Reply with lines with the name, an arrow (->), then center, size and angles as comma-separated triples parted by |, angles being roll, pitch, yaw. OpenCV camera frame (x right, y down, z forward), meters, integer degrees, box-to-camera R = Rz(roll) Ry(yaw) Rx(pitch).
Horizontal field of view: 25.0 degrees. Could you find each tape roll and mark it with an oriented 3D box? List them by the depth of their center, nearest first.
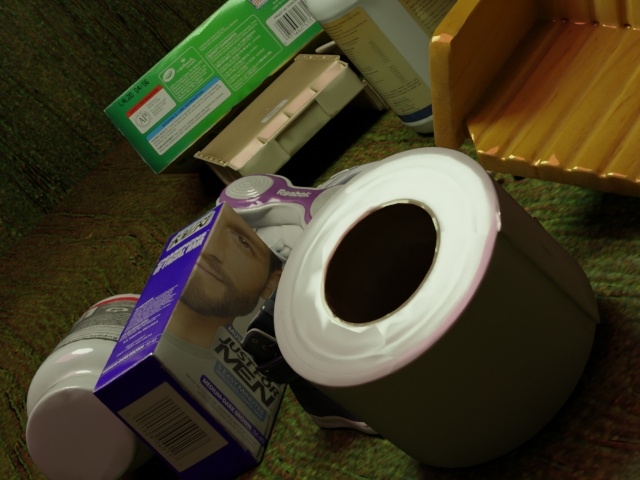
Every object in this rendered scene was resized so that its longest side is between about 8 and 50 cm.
tape roll -> 0.102, 0.061, 1.303 | 0.246, 0.169, 0.246 | -27, 42, 28

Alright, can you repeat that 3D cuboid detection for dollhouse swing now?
dollhouse swing -> 0.281, -0.266, 1.389 | 0.347, 0.305, 0.315 | 14, 53, 36

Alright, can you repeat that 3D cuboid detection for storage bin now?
storage bin -> -0.051, -0.175, 2.372 | 0.262, 0.123, 0.260 | -44, 18, -8

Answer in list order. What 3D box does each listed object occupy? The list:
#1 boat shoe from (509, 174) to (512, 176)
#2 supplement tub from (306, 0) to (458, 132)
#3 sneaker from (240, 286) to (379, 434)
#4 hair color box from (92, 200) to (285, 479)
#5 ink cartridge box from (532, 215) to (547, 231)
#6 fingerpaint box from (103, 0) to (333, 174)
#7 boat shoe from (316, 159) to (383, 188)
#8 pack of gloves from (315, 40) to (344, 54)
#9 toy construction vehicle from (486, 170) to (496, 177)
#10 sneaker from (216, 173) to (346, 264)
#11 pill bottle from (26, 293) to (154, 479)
boat shoe -> 0.249, -0.137, 1.763 | 0.056, 0.049, 0.152 | -28, 23, 37
supplement tub -> 0.124, -0.335, 2.051 | 0.228, 0.316, 0.228 | -37, 18, 15
sneaker -> 0.014, 0.119, 1.488 | 0.226, 0.163, 0.086 | -15, 31, 53
hair color box -> -0.130, 0.121, 1.746 | 0.110, 0.185, 0.339 | -33, 20, 26
ink cartridge box -> 0.166, 0.055, 1.470 | 0.150, 0.063, 0.109 | -29, 23, 35
fingerpaint box -> -0.149, -0.323, 2.677 | 0.445, 0.163, 0.371 | -40, -2, 8
boat shoe -> 0.049, -0.065, 1.949 | 0.258, 0.095, 0.084 | -20, 29, 44
pack of gloves -> 0.133, -0.352, 2.333 | 0.195, 0.046, 0.232 | -3, -8, -35
toy construction vehicle -> 0.173, -0.056, 1.779 | 0.086, 0.035, 0.098 | -40, 17, -30
sneaker -> 0.000, 0.000, 1.895 | 0.305, 0.152, 0.114 | 16, 45, 43
pill bottle -> -0.263, 0.190, 1.802 | 0.176, 0.176, 0.318 | -38, 8, 12
